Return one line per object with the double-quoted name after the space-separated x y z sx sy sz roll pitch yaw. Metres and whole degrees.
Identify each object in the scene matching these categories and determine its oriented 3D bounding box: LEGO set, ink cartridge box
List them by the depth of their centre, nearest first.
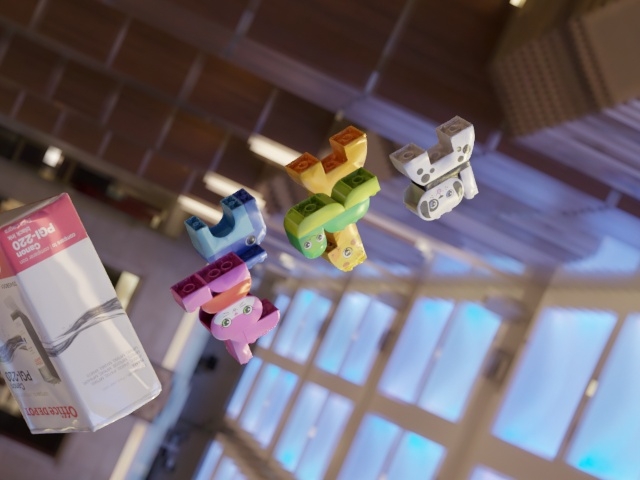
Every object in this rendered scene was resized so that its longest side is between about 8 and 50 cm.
0.000 0.000 1.066 0.227 0.093 0.087 -31 -144 -16 "LEGO set"
-0.267 0.077 1.558 0.092 0.218 0.158 -33 -169 -32 "ink cartridge box"
